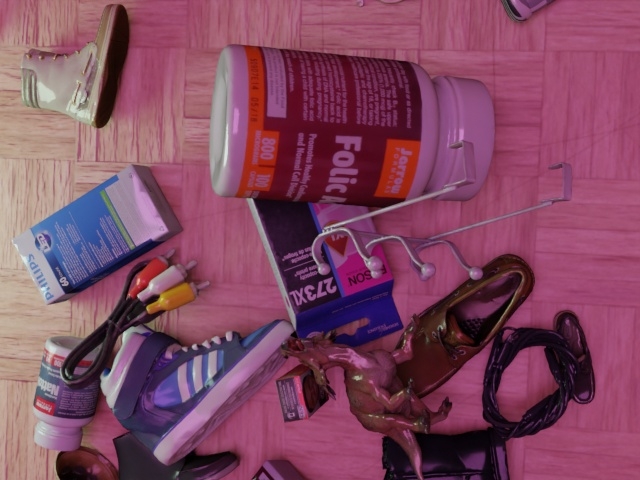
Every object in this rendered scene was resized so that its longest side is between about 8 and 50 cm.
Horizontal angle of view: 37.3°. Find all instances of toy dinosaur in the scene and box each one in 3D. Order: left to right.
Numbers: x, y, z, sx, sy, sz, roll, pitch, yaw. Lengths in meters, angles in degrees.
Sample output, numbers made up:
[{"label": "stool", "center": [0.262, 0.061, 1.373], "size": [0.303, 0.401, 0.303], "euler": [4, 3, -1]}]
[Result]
[{"label": "toy dinosaur", "center": [0.077, 0.237, 1.477], "size": [0.200, 0.127, 0.296], "euler": [-14, 112, 28]}]

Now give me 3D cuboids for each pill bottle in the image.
[{"label": "pill bottle", "center": [-0.438, 0.265, 1.642], "size": [0.108, 0.108, 0.180], "euler": [14, 95, 11]}, {"label": "pill bottle", "center": [0.042, -0.162, 1.413], "size": [0.392, 0.224, 0.224], "euler": [3, 93, -13]}]

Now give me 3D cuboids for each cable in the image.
[{"label": "cable", "center": [-0.327, 0.116, 1.569], "size": [0.287, 0.072, 0.139], "euler": [-37, 58, -24]}, {"label": "cable", "center": [0.325, 0.228, 1.489], "size": [0.150, 0.047, 0.185], "euler": [11, 78, 35]}]

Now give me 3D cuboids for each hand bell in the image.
[{"label": "hand bell", "center": [-0.469, 0.488, 1.678], "size": [0.126, 0.126, 0.242], "euler": [42, 113, 7]}]

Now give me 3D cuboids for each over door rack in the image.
[{"label": "over door rack", "center": [0.177, -0.015, 1.373], "size": [0.324, 0.239, 0.108], "euler": [-32, 62, 42]}]

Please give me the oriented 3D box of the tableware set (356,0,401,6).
[{"label": "tableware set", "center": [0.107, -0.482, 1.532], "size": [0.128, 0.039, 0.194], "euler": [-6, 92, 12]}]

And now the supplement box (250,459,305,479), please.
[{"label": "supplement box", "center": [-0.101, 0.499, 1.583], "size": [0.130, 0.073, 0.239], "euler": [42, 100, 32]}]

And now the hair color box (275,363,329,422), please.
[{"label": "hair color box", "center": [-0.028, 0.243, 1.541], "size": [0.043, 0.141, 0.072], "euler": [-12, 91, 15]}]

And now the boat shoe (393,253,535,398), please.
[{"label": "boat shoe", "center": [0.211, 0.140, 1.506], "size": [0.110, 0.104, 0.307], "euler": [41, 101, 5]}]

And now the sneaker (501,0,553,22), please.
[{"label": "sneaker", "center": [0.313, -0.467, 1.477], "size": [0.132, 0.086, 0.229], "euler": [-26, 97, 7]}]

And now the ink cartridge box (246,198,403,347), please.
[{"label": "ink cartridge box", "center": [0.000, 0.000, 1.539], "size": [0.175, 0.069, 0.371], "euler": [-20, 91, -10]}]

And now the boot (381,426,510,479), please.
[{"label": "boot", "center": [0.204, 0.423, 1.525], "size": [0.207, 0.094, 0.247], "euler": [-7, 84, 8]}]

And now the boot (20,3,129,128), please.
[{"label": "boot", "center": [-0.424, -0.315, 1.631], "size": [0.165, 0.077, 0.213], "euler": [17, 99, 12]}]

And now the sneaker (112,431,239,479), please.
[{"label": "sneaker", "center": [-0.254, 0.368, 1.623], "size": [0.222, 0.083, 0.118], "euler": [-16, 89, 13]}]

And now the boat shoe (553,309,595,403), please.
[{"label": "boat shoe", "center": [0.399, 0.188, 1.498], "size": [0.056, 0.049, 0.152], "euler": [-16, 89, 12]}]

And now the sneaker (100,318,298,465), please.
[{"label": "sneaker", "center": [-0.221, 0.188, 1.587], "size": [0.323, 0.130, 0.236], "euler": [-44, 73, 0]}]

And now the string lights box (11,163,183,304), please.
[{"label": "string lights box", "center": [-0.385, -0.009, 1.635], "size": [0.259, 0.077, 0.133], "euler": [-30, 86, 11]}]
